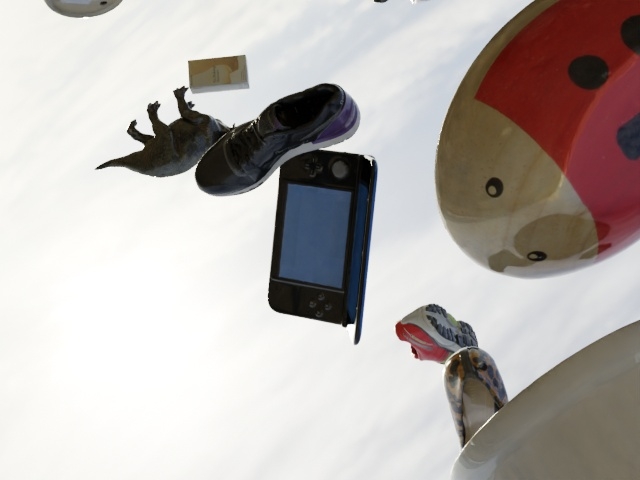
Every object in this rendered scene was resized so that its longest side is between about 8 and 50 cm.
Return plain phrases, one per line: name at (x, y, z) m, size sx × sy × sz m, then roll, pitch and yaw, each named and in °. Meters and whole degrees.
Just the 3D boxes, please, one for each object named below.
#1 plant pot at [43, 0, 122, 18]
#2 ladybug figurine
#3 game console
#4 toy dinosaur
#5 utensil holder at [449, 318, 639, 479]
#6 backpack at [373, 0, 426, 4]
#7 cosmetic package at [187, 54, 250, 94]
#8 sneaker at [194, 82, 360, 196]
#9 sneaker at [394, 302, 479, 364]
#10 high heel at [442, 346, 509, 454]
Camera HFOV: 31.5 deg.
plant pot at (-0.392, -0.500, 1.794) m, size 0.256 × 0.256 × 0.274 m, roll -29°, pitch -117°, yaw 33°
ladybug figurine at (0.329, -0.140, 1.287) m, size 0.449 × 0.305 × 0.162 m, roll -45°, pitch -161°, yaw -14°
game console at (0.000, 0.000, 1.848) m, size 0.250 × 0.293 × 0.173 m, roll 9°, pitch -173°, yaw 27°
toy dinosaur at (-0.277, -0.189, 2.179) m, size 0.314 × 0.160 × 0.121 m, roll -23°, pitch 162°, yaw -19°
utensil holder at (0.370, 0.318, 1.146) m, size 0.328 × 0.327 × 0.385 m, roll -39°, pitch -118°, yaw 9°
backpack at (0.150, -0.470, 1.631) m, size 0.213 × 0.276 × 0.263 m, roll -13°, pitch 178°, yaw 1°
cosmetic package at (-0.196, -0.320, 2.190) m, size 0.115 × 0.060 × 0.041 m, roll -7°, pitch 166°, yaw 2°
sneaker at (-0.084, -0.168, 1.758) m, size 0.283 × 0.107 × 0.124 m, roll -28°, pitch 163°, yaw 9°
sneaker at (0.248, 0.217, 2.370) m, size 0.118 × 0.279 × 0.107 m, roll -24°, pitch -133°, yaw 26°
high heel at (0.206, 0.254, 1.347) m, size 0.093 × 0.261 × 0.186 m, roll -18°, pitch 171°, yaw 8°
